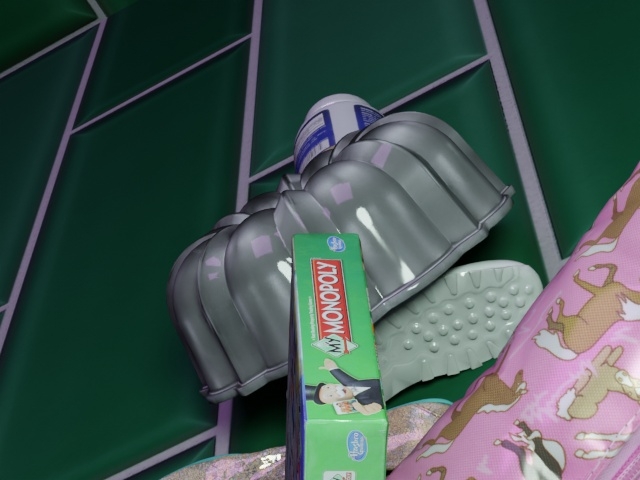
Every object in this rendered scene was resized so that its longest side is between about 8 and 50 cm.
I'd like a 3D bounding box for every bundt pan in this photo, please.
[{"bbox_3d":[0.000,0.000,1.383,0.331,0.124,0.331,-34,6,4],"label":"bundt pan"}]

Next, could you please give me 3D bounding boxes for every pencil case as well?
[{"bbox_3d":[0.192,0.080,0.982,0.160,0.167,0.386,40,92,24],"label":"pencil case"}]

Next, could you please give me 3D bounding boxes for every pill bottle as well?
[{"bbox_3d":[0.029,-0.079,1.622,0.112,0.112,0.186,-28,25,10],"label":"pill bottle"}]

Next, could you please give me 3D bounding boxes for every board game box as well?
[{"bbox_3d":[0.003,0.183,0.956,0.046,0.317,0.213,1,27,-3],"label":"board game box"}]

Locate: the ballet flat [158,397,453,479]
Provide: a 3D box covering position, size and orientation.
[{"bbox_3d":[-0.028,0.208,1.181,0.316,0.107,0.106,-25,35,20],"label":"ballet flat"}]

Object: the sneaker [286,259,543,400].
[{"bbox_3d":[0.075,0.072,1.330,0.235,0.090,0.095,-25,16,13],"label":"sneaker"}]
